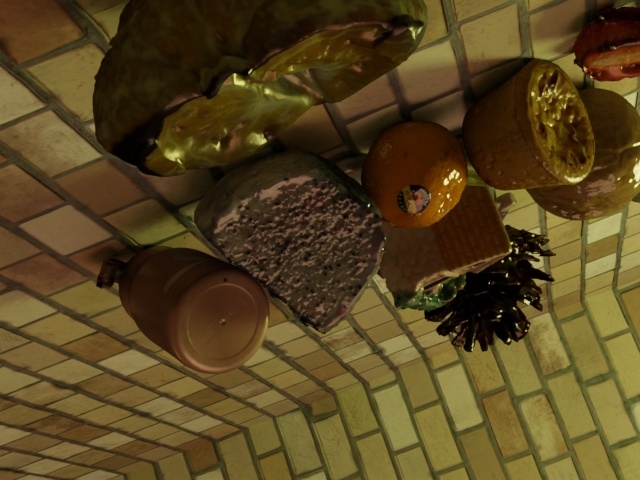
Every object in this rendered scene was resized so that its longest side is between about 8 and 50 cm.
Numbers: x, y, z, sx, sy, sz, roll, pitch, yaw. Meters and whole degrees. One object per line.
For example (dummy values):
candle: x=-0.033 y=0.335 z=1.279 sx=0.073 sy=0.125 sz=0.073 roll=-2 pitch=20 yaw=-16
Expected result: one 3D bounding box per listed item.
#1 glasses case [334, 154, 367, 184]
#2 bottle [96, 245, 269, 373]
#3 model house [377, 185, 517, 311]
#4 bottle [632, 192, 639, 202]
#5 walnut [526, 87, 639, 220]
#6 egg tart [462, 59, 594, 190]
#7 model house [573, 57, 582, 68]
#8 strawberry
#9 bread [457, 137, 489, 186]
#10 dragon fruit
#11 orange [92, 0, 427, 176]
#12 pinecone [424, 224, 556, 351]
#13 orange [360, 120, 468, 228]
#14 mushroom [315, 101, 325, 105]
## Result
glasses case: x=0.078 y=-0.113 z=2.113 sx=0.164 sy=0.041 sz=0.063 roll=-2 pitch=155 yaw=-46
bottle: x=-0.231 y=0.091 z=2.060 sx=0.206 sy=0.173 sz=0.297 roll=15 pitch=-176 yaw=-30
model house: x=0.245 y=-0.006 z=2.348 sx=0.237 sy=0.202 sz=0.237 roll=-28 pitch=160 yaw=27
bottle: x=0.709 y=-0.124 z=2.661 sx=0.110 sy=0.110 sz=0.233 roll=-31 pitch=159 yaw=31
walnut: x=0.439 y=-0.143 z=2.150 sx=0.228 sy=0.228 sz=0.228 roll=-18 pitch=163 yaw=-6
egg tart: x=0.313 y=-0.165 z=1.991 sx=0.147 sy=0.202 sz=0.202 roll=-20 pitch=167 yaw=39
model house: x=0.436 y=-0.289 z=1.969 sx=0.083 sy=0.057 sz=0.058 roll=-51 pitch=177 yaw=25
strawberry: x=0.466 y=-0.291 z=1.884 sx=0.188 sy=0.082 sz=0.121 roll=-4 pitch=158 yaw=6
bread: x=0.260 y=-0.133 z=2.166 sx=0.139 sy=0.071 sz=0.130 roll=7 pitch=166 yaw=2
dragon fruit: x=-0.037 y=-0.030 z=1.983 sx=0.283 sy=0.204 sz=0.221 roll=38 pitch=102 yaw=-22
orange: x=-0.076 y=-0.214 z=1.357 sx=0.369 sy=0.210 sz=0.271 roll=-27 pitch=163 yaw=17
pinecone: x=0.332 y=0.086 z=2.581 sx=0.242 sy=0.296 sz=0.298 roll=32 pitch=161 yaw=-22
orange: x=0.145 y=-0.103 z=2.009 sx=0.177 sy=0.155 sz=0.177 roll=-24 pitch=131 yaw=-31
mushroom: x=-0.012 y=-0.214 z=1.662 sx=0.088 sy=0.073 sz=0.129 roll=20 pitch=145 yaw=-17
